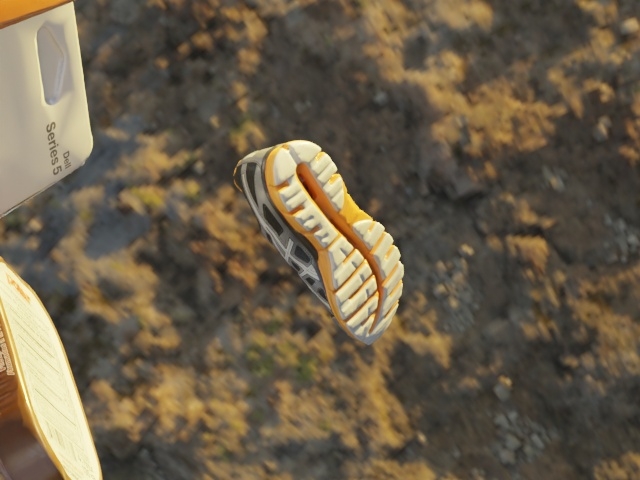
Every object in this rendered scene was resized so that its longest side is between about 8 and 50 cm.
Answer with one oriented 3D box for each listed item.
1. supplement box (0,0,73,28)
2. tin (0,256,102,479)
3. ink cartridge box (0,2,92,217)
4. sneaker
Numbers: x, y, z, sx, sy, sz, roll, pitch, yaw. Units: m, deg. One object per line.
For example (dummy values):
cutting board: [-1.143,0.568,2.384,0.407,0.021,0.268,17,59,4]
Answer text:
supplement box: [-0.194,-0.120,0.612,0.233,0.078,0.080,7,26,39]
tin: [-0.186,0.091,1.015,0.040,0.106,0.189,-25,54,1]
ink cartridge box: [-0.299,-0.156,1.107,0.273,0.198,0.115,27,48,31]
sneaker: [0.000,0.000,1.395,0.083,0.215,0.084,5,42,48]
